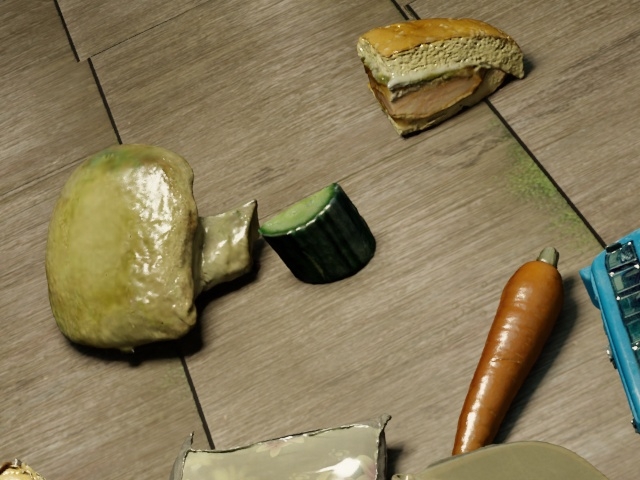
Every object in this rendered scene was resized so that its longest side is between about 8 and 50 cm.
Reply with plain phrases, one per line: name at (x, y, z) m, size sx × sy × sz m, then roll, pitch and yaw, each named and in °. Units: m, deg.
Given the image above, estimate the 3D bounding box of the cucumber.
cucumber at (0.000, 0.000, 1.585) m, size 0.116 × 0.115 × 0.062 m, roll -31°, pitch 41°, yaw 5°

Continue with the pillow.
pillow at (-0.045, 0.270, 1.353) m, size 0.255 × 0.059 × 0.169 m, roll -10°, pitch 43°, yaw 13°

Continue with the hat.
hat at (0.182, 0.303, 1.207) m, size 0.245 × 0.149 × 0.214 m, roll 0°, pitch 22°, yaw -28°

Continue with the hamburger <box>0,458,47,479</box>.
hamburger at (-0.341, 0.334, 1.414) m, size 0.102 × 0.087 × 0.176 m, roll 16°, pitch 46°, yaw 22°

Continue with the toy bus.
toy bus at (0.356, 0.099, 1.301) m, size 0.134 × 0.113 × 0.246 m, roll -21°, pitch 42°, yaw 13°

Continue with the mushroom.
mushroom at (-0.240, 0.012, 1.626) m, size 0.292 × 0.212 × 0.217 m, roll 3°, pitch 39°, yaw 19°

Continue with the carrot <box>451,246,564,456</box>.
carrot at (0.195, 0.140, 1.383) m, size 0.069 × 0.069 × 0.336 m, roll 8°, pitch 57°, yaw 32°

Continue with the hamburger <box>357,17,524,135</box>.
hamburger at (0.162, -0.257, 1.760) m, size 0.208 × 0.135 × 0.155 m, roll -22°, pitch 42°, yaw 0°
